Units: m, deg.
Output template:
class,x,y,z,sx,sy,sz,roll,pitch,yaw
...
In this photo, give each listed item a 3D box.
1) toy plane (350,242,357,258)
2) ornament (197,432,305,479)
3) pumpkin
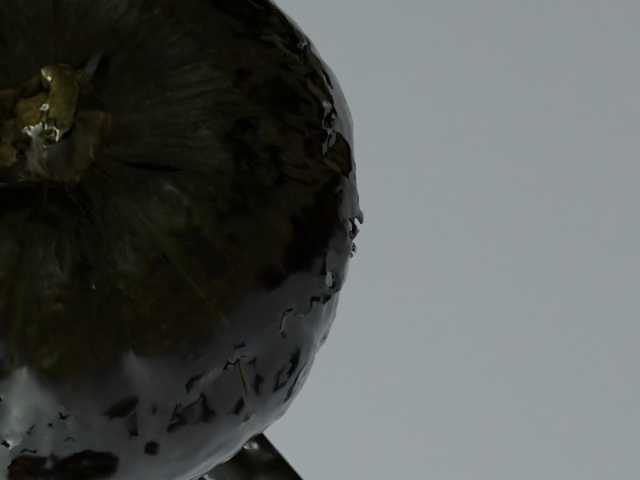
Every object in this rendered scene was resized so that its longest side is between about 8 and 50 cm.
class,x,y,z,sx,sy,sz,roll,pitch,yaw
toy plane,0.000,0.000,1.141,0.037,0.145,0.060,-38,-98,-4
ornament,-0.155,0.178,0.833,0.260,0.251,0.106,-43,177,-4
pumpkin,-0.097,-0.012,0.494,0.238,0.238,0.159,-10,168,-7
